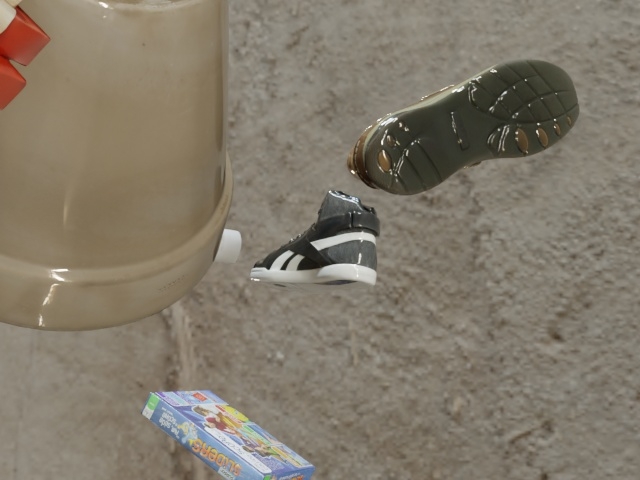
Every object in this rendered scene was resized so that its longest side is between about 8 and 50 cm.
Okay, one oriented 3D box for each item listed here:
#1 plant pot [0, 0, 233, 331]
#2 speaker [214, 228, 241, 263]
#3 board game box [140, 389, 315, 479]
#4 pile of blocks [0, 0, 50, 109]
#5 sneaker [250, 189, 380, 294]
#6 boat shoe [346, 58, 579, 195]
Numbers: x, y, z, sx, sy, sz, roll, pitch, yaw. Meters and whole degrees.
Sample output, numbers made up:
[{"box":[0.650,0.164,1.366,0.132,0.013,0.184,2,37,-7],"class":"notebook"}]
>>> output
[{"box":[-0.202,-0.133,0.856,0.280,0.323,0.323,116,145,-43],"class":"plant pot"},{"box":[-0.194,0.002,1.624,0.055,0.136,0.055,-27,58,58],"class":"speaker"},{"box":[-0.120,0.263,1.365,0.201,0.136,0.035,31,98,28],"class":"board game box"},{"box":[-0.201,-0.137,0.547,0.149,0.112,0.362,-24,39,32],"class":"pile of blocks"},{"box":[0.000,0.000,1.284,0.217,0.079,0.121,-5,70,50],"class":"sneaker"},{"box":[0.172,-0.145,1.299,0.120,0.324,0.122,2,108,64],"class":"boat shoe"}]
